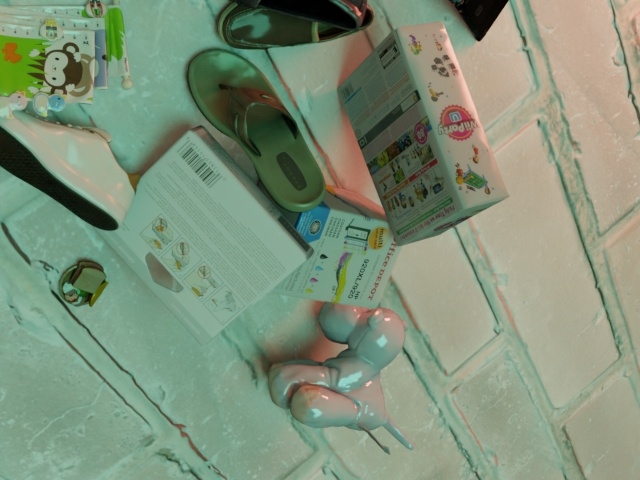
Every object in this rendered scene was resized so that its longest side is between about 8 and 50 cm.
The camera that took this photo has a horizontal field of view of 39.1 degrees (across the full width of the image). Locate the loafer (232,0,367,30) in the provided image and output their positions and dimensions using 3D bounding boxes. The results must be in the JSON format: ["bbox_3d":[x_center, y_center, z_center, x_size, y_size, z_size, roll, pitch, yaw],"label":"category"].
[{"bbox_3d":[-0.069,-0.382,1.335,0.303,0.109,0.095,6,70,-18],"label":"loafer"}]

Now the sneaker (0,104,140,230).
[{"bbox_3d":[-0.393,-0.141,1.333,0.290,0.106,0.123,42,56,-32],"label":"sneaker"}]

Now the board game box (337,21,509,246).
[{"bbox_3d":[0.160,-0.167,1.475,0.098,0.224,0.303,-15,81,-26],"label":"board game box"}]

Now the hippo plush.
[{"bbox_3d":[0.051,0.227,1.689,0.234,0.294,0.236,14,99,-59],"label":"hippo plush"}]

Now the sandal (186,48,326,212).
[{"bbox_3d":[-0.088,-0.182,1.412,0.120,0.086,0.302,-38,88,-17],"label":"sandal"}]

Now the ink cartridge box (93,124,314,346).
[{"bbox_3d":[-0.188,-0.004,1.447,0.239,0.060,0.275,-41,93,19],"label":"ink cartridge box"}]

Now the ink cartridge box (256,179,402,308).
[{"bbox_3d":[0.000,0.000,1.587,0.233,0.168,0.171,12,107,-36],"label":"ink cartridge box"}]

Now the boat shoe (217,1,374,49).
[{"bbox_3d":[-0.032,-0.352,1.427,0.258,0.095,0.095,-18,123,-23],"label":"boat shoe"}]

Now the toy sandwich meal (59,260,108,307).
[{"bbox_3d":[-0.385,0.074,1.474,0.086,0.029,0.085,-15,121,-25],"label":"toy sandwich meal"}]

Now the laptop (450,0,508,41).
[{"bbox_3d":[0.264,-0.520,1.578,0.234,0.137,0.264,-56,155,6],"label":"laptop"}]

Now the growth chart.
[{"bbox_3d":[-0.378,-0.260,1.260,0.237,0.021,0.171,-12,87,-26],"label":"growth chart"}]
